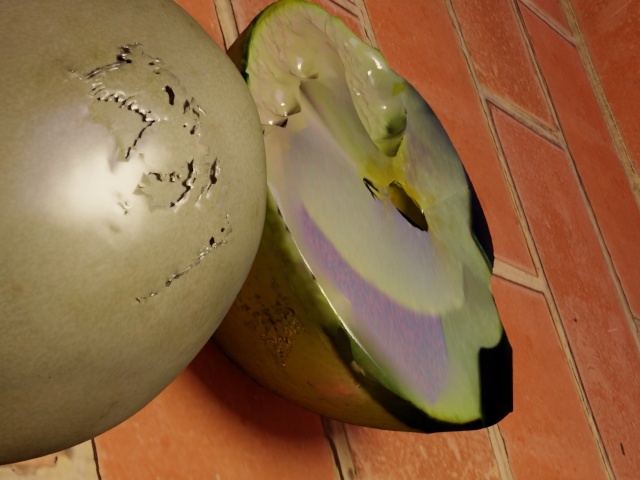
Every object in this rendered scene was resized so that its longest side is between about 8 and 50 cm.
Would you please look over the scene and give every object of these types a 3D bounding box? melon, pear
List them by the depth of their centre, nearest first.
[{"bbox_3d":[-0.171,-0.019,0.672,0.269,0.268,0.330,61,34,-3],"label":"melon"},{"bbox_3d":[-0.005,-0.001,1.062,0.399,0.165,0.399,42,33,-36],"label":"pear"}]
